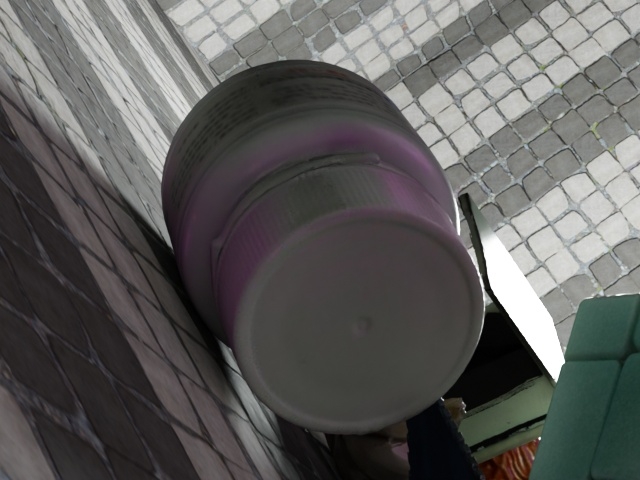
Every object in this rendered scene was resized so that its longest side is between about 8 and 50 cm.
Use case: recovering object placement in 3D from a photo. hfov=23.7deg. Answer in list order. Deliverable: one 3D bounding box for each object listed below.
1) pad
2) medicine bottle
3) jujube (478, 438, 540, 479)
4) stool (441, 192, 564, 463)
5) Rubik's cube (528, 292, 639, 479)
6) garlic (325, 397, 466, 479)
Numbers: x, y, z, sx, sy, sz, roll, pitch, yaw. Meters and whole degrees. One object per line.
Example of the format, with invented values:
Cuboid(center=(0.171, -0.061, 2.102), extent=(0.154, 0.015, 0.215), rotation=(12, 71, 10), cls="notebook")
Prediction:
Cuboid(center=(0.110, 0.258, 1.331), extent=(0.269, 0.012, 0.270), rotation=(-115, -160, -64), cls="pad")
Cuboid(center=(0.000, 0.000, 1.354), extent=(0.256, 0.256, 0.325), rotation=(53, 4, -27), cls="medicine bottle")
Cuboid(center=(0.231, 0.312, 1.916), extent=(0.190, 0.190, 0.255), rotation=(41, 33, -76), cls="jujube")
Cuboid(center=(0.133, 0.127, 1.788), extent=(0.270, 0.243, 0.170), rotation=(51, 20, -40), cls="stool")
Cuboid(center=(0.448, 0.252, 1.641), extent=(0.319, 0.322, 0.316), rotation=(29, -21, -26), cls="Rubik's cube")
Cuboid(center=(0.039, 0.183, 1.503), extent=(0.194, 0.127, 0.131), rotation=(23, -1, -29), cls="garlic")
